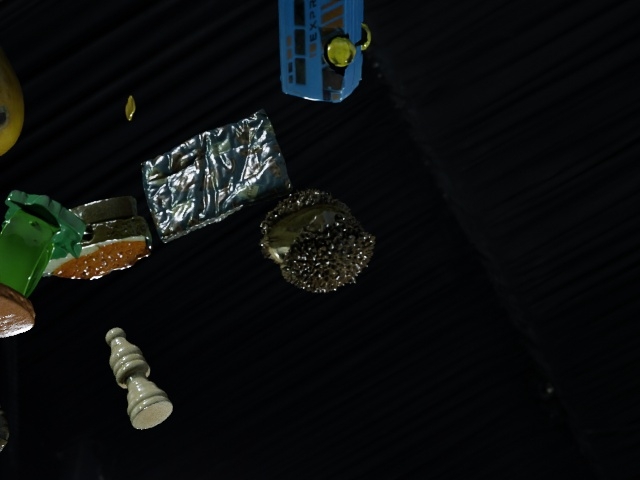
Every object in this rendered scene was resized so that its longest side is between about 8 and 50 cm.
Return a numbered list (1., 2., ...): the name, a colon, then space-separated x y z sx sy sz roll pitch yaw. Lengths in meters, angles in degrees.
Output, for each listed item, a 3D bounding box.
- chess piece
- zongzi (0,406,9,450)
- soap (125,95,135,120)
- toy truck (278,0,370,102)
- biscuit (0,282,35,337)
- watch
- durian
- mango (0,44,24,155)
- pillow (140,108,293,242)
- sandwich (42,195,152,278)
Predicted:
1. chess piece: -0.158 0.111 0.718 0.092 0.035 0.035 54 -179 33
2. zongzi: -0.659 0.293 1.296 0.288 0.286 0.134 9 -106 -53
3. soap: -0.379 -0.264 1.712 0.089 0.012 0.034 157 103 -70
4. toy truck: 0.007 -0.466 1.643 0.161 0.162 0.385 -55 -31 -58
5. biscuit: -0.434 0.092 0.967 0.186 0.192 0.036 64 -169 -68
6. watch: -0.446 0.022 1.316 0.131 0.165 0.152 26 -126 -12
7. durian: 0.000 0.000 1.437 0.196 0.167 0.196 21 -138 -20
8. mango: -0.479 -0.230 1.016 0.330 0.176 0.175 57 -165 7
9. pillow: -0.187 -0.114 1.493 0.034 0.255 0.189 61 -173 -59
10. sandwich: -0.466 -0.001 1.829 0.212 0.292 0.109 18 -125 -50
